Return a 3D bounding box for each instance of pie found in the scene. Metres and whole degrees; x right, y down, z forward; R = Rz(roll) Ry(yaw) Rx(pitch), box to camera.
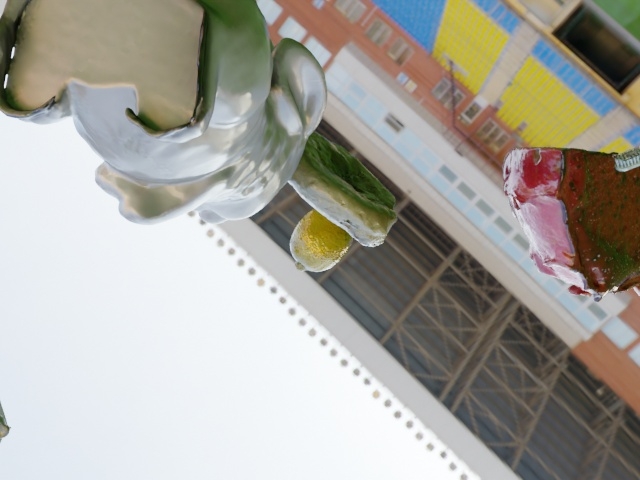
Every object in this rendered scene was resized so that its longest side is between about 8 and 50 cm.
[{"bbox_3d":[0.015,-0.075,0.915,0.185,0.052,0.218,37,-161,-11],"label":"pie"}]

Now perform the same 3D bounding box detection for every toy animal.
[{"bbox_3d":[-0.107,-0.132,0.678,0.194,0.257,0.357,20,179,18],"label":"toy animal"}]

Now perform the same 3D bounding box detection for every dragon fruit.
[{"bbox_3d":[0.299,-0.038,0.847,0.262,0.163,0.189,0,-146,-36],"label":"dragon fruit"}]

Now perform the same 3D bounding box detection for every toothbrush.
[{"bbox_3d":[0.379,-0.112,0.685,0.019,0.220,0.016,48,-153,-49],"label":"toothbrush"}]

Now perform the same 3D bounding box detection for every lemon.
[{"bbox_3d":[0.000,0.000,1.074,0.082,0.110,0.082,42,-175,-4],"label":"lemon"}]

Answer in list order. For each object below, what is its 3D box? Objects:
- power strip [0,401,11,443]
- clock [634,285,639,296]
[{"bbox_3d":[-0.442,0.170,0.729,0.046,0.270,0.118,-106,7,-73],"label":"power strip"},{"bbox_3d":[0.473,-0.007,1.035,0.051,0.205,0.205,-6,-145,-4],"label":"clock"}]
